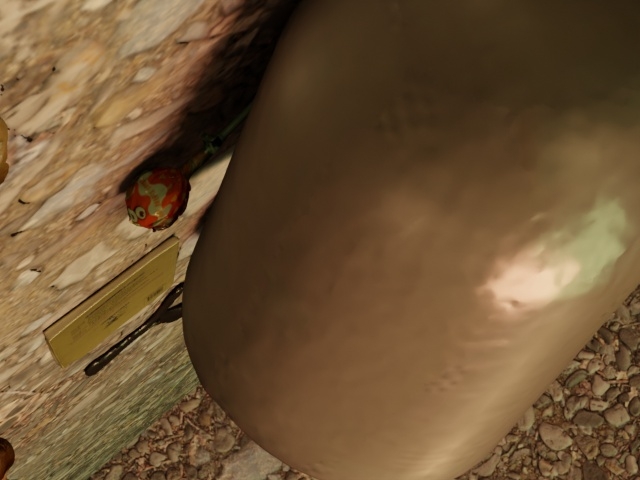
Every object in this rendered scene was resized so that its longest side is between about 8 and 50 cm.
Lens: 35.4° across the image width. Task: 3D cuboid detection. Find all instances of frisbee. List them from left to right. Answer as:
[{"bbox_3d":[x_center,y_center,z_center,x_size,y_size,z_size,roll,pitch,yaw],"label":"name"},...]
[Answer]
[{"bbox_3d":[-0.223,0.106,1.368,0.211,0.012,0.187,-33,171,-43],"label":"frisbee"}]

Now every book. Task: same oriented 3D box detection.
[{"bbox_3d":[-0.224,0.072,1.097,0.168,0.013,0.192,-39,174,-18],"label":"book"}]

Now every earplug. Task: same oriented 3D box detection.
[{"bbox_3d":[0.092,-0.038,0.734,0.312,0.312,0.394,-36,163,-39],"label":"earplug"}]

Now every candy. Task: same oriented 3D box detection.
[{"bbox_3d":[-0.083,-0.078,0.787,0.185,0.049,0.055,-47,-153,-13],"label":"candy"}]

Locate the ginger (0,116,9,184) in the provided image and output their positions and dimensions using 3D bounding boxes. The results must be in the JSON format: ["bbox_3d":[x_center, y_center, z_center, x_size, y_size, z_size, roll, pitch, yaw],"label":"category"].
[{"bbox_3d":[-0.172,-0.048,0.403,0.057,0.044,0.137,-11,171,7],"label":"ginger"}]

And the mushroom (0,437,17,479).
[{"bbox_3d":[-0.397,0.267,1.133,0.109,0.085,0.126,-6,179,-12],"label":"mushroom"}]
